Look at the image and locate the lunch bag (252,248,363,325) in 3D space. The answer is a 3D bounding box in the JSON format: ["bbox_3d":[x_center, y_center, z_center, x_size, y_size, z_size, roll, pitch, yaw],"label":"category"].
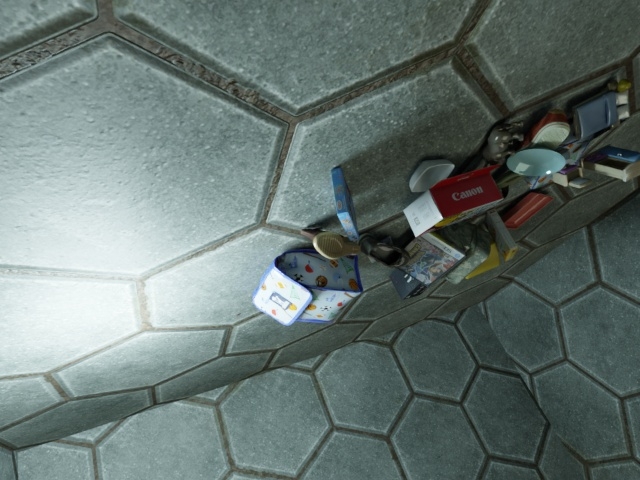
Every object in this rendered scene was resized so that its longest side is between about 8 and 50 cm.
[{"bbox_3d":[-0.065,0.200,1.693,0.385,0.239,0.328,9,142,-23],"label":"lunch bag"}]

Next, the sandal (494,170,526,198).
[{"bbox_3d":[0.770,-0.213,1.741,0.120,0.086,0.303,-10,165,-25],"label":"sandal"}]

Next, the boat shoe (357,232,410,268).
[{"bbox_3d":[0.297,0.069,1.784,0.335,0.095,0.112,24,110,-36],"label":"boat shoe"}]

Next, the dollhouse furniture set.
[{"bbox_3d":[0.999,-0.373,1.414,0.286,0.198,0.303,-26,116,-3],"label":"dollhouse furniture set"}]

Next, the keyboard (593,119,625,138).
[{"bbox_3d":[1.209,-0.477,1.730,0.192,0.038,0.100,-33,175,15],"label":"keyboard"}]

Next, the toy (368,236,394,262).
[{"bbox_3d":[0.296,0.064,1.921,0.137,0.056,0.237,-27,153,7],"label":"toy"}]

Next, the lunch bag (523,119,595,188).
[{"bbox_3d":[0.976,-0.353,1.663,0.243,0.115,0.303,-25,153,-3],"label":"lunch bag"}]

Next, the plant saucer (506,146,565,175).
[{"bbox_3d":[0.801,-0.302,1.493,0.195,0.037,0.195,13,163,4],"label":"plant saucer"}]

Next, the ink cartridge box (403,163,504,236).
[{"bbox_3d":[0.528,-0.153,1.549,0.309,0.130,0.272,-18,167,-21],"label":"ink cartridge box"}]

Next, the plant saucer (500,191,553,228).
[{"bbox_3d":[1.089,-0.164,2.142,0.259,0.047,0.258,1,139,-45],"label":"plant saucer"}]

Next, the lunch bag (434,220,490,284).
[{"bbox_3d":[0.649,0.042,1.999,0.256,0.212,0.305,29,136,-4],"label":"lunch bag"}]

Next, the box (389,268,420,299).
[{"bbox_3d":[0.526,0.188,2.216,0.143,0.165,0.270,-10,150,-28],"label":"box"}]

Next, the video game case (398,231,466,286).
[{"bbox_3d":[0.502,0.083,1.903,0.248,0.035,0.275,31,130,-9],"label":"video game case"}]

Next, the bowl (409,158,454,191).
[{"bbox_3d":[0.394,-0.242,1.447,0.142,0.053,0.142,-10,151,-27],"label":"bowl"}]

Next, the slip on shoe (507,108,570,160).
[{"bbox_3d":[0.814,-0.368,1.507,0.123,0.101,0.331,11,162,3],"label":"slip on shoe"}]

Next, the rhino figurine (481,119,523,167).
[{"bbox_3d":[0.648,-0.335,1.460,0.106,0.073,0.243,-5,154,4],"label":"rhino figurine"}]

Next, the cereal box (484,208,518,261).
[{"bbox_3d":[0.927,-0.028,2.069,0.047,0.240,0.173,-23,153,7],"label":"cereal box"}]

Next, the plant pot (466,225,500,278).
[{"bbox_3d":[0.843,0.045,2.197,0.212,0.212,0.187,-22,140,-4],"label":"plant pot"}]

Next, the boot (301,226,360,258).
[{"bbox_3d":[0.000,0.000,1.414,0.248,0.207,0.090,13,95,-51],"label":"boot"}]

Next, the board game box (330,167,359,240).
[{"bbox_3d":[0.082,-0.112,1.305,0.039,0.160,0.211,-13,155,11],"label":"board game box"}]
